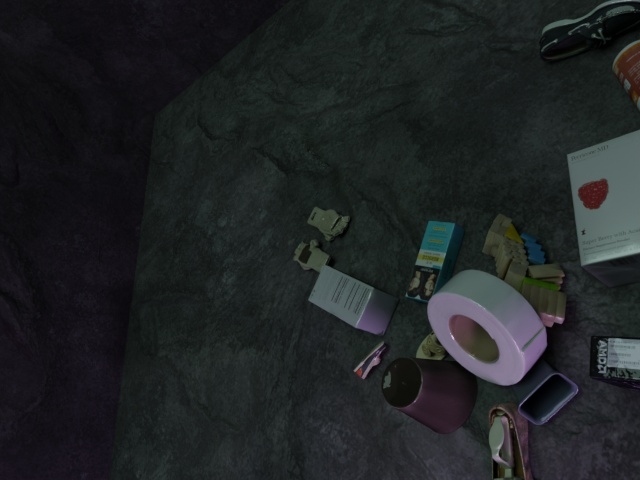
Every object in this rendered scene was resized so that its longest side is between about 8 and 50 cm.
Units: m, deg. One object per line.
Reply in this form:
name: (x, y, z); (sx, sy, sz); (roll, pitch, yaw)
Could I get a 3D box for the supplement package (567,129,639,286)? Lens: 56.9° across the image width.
supplement package: (0.699, -0.068, 1.357); (0.177, 0.175, 0.293); (-19, 57, 40)

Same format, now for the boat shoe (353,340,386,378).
boat shoe: (0.159, 0.365, 1.808); (0.043, 0.049, 0.137); (42, 103, 5)

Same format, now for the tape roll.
tape roll: (0.402, 0.213, 1.444); (0.100, 0.286, 0.286); (-37, 33, -26)

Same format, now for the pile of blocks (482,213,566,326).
pile of blocks: (0.527, 0.092, 1.533); (0.113, 0.148, 0.362); (93, 173, -46)

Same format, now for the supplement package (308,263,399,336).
supplement package: (0.103, 0.189, 1.882); (0.244, 0.139, 0.134); (23, 89, 48)

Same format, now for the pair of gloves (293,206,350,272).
pair of gloves: (0.000, 0.000, 2.162); (0.204, 0.042, 0.240); (15, 80, 52)

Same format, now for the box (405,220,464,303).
box: (0.340, 0.068, 1.754); (0.100, 0.060, 0.244); (8, 77, 48)

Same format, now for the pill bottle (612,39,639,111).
pill bottle: (0.813, -0.379, 1.437); (0.121, 0.121, 0.216); (-35, 48, 30)

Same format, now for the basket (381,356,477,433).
basket: (0.275, 0.389, 1.532); (0.154, 0.226, 0.205); (26, 90, 49)

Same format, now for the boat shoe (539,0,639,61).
boat shoe: (0.745, -0.568, 1.623); (0.302, 0.114, 0.091); (-7, 65, 58)

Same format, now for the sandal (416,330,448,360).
sandal: (0.338, 0.266, 1.640); (0.240, 0.079, 0.088); (-38, 47, 27)

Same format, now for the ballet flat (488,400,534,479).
ballet flat: (0.435, 0.535, 1.381); (0.107, 0.106, 0.316); (-23, 56, 38)

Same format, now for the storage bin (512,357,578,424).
storage bin: (0.527, 0.352, 1.400); (0.135, 0.098, 0.091); (-50, 15, 16)

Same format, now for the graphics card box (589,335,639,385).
graphics card box: (0.736, 0.247, 1.115); (0.370, 0.232, 0.094); (-7, 70, 45)
